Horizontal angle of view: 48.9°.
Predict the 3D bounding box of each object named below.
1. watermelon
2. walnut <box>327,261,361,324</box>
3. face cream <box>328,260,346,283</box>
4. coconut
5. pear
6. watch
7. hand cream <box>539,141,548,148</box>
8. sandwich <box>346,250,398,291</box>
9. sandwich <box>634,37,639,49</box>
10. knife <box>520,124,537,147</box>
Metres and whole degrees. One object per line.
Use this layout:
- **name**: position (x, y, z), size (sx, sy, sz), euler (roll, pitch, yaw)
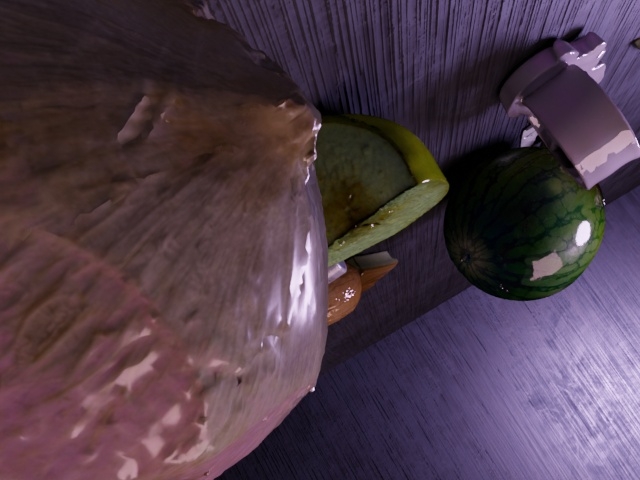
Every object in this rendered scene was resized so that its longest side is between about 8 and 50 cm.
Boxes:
- **watermelon**: position (0.438, -0.033, 1.533), size (0.363, 0.363, 0.363), euler (-28, 163, -9)
- **walnut**: position (0.005, 0.120, 1.562), size (0.180, 0.144, 0.144), euler (-31, 166, -32)
- **face cream**: position (-0.073, 0.105, 1.471), size (0.269, 0.082, 0.082), euler (-36, 163, 13)
- **coconut**: position (-0.158, -0.003, 0.499), size (0.405, 0.404, 0.404), euler (-28, 163, -9)
- **pear**: position (0.057, -0.081, 1.033), size (0.292, 0.159, 0.292), euler (-27, 166, -7)
- **watch**: position (0.451, -0.213, 1.206), size (0.196, 0.231, 0.244), euler (-38, 159, 14)
- **hand cream**: position (0.552, -0.244, 1.567), size (0.084, 0.084, 0.203), euler (-28, 159, -11)
- **sandwich**: position (0.067, 0.121, 1.793), size (0.245, 0.063, 0.212), euler (-39, 163, 30)
- **sandwich**: position (0.653, -0.389, 1.394), size (0.044, 0.031, 0.083), euler (-37, 165, 34)
- **knife**: position (0.454, -0.241, 1.503), size (0.047, 0.017, 0.298), euler (-30, 167, 2)
